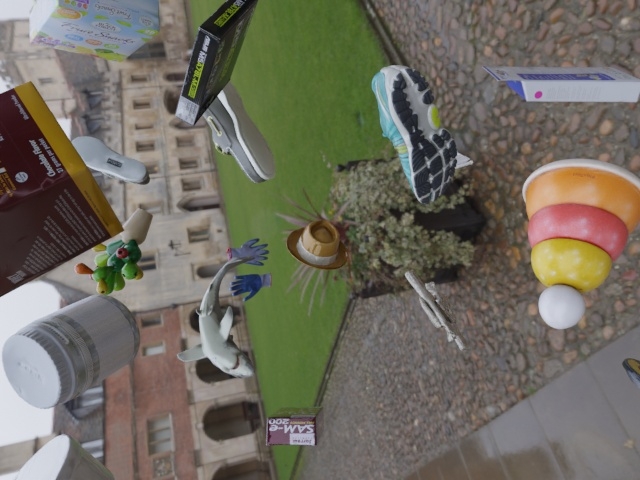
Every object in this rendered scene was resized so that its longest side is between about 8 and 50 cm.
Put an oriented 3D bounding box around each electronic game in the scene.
[{"bbox_3d":[0.860,0.367,1.186,0.048,0.229,0.229,-65,24,15],"label":"electronic game"}]

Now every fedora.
[{"bbox_3d":[0.000,0.000,1.340,0.194,0.195,0.079,-114,35,-48],"label":"fedora"}]

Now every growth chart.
[{"bbox_3d":[0.518,-0.327,1.992,0.237,0.172,0.021,-103,-3,-66],"label":"growth chart"}]

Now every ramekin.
[{"bbox_3d":[-0.461,0.477,0.801,0.127,0.273,0.273,45,180,-22],"label":"ramekin"}]

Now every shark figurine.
[{"bbox_3d":[-0.208,0.168,1.042,0.116,0.166,0.278,45,-146,-58],"label":"shark figurine"}]

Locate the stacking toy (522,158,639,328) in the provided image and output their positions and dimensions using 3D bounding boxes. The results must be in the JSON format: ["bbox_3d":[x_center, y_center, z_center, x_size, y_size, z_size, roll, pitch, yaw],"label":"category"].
[{"bbox_3d":[0.725,0.034,1.413,0.479,0.351,0.350,-63,0,-22],"label":"stacking toy"}]

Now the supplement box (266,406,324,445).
[{"bbox_3d":[-0.063,0.505,1.326,0.239,0.131,0.073,70,-162,-77],"label":"supplement box"}]

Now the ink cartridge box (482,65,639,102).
[{"bbox_3d":[0.642,-0.429,1.316,0.175,0.371,0.069,-85,-2,-59],"label":"ink cartridge box"}]

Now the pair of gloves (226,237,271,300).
[{"bbox_3d":[-0.228,0.095,1.564,0.023,0.159,0.198,5,100,51],"label":"pair of gloves"}]

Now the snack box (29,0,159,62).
[{"bbox_3d":[-0.428,-0.411,0.909,0.207,0.175,0.070,-2,90,49],"label":"snack box"}]

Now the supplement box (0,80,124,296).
[{"bbox_3d":[-0.371,-0.046,0.571,0.129,0.194,0.191,54,161,10],"label":"supplement box"}]

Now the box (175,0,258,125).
[{"bbox_3d":[-0.186,-0.328,0.868,0.190,0.045,0.184,-53,10,46],"label":"box"}]

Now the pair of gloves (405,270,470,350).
[{"bbox_3d":[0.316,0.181,1.259,0.240,0.042,0.204,33,-153,-54],"label":"pair of gloves"}]

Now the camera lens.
[{"bbox_3d":[-0.635,0.279,1.266,0.274,0.220,0.219,-33,-61,-63],"label":"camera lens"}]

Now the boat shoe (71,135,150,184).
[{"bbox_3d":[-0.569,-0.208,1.312,0.077,0.220,0.070,-63,0,-15],"label":"boat shoe"}]

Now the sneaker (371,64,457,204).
[{"bbox_3d":[0.174,-0.196,0.904,0.110,0.107,0.275,37,155,58],"label":"sneaker"}]

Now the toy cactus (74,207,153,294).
[{"bbox_3d":[-0.398,0.018,0.953,0.219,0.112,0.180,-4,59,61],"label":"toy cactus"}]

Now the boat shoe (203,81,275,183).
[{"bbox_3d":[-0.205,-0.253,1.129,0.304,0.091,0.109,61,-158,12],"label":"boat shoe"}]
